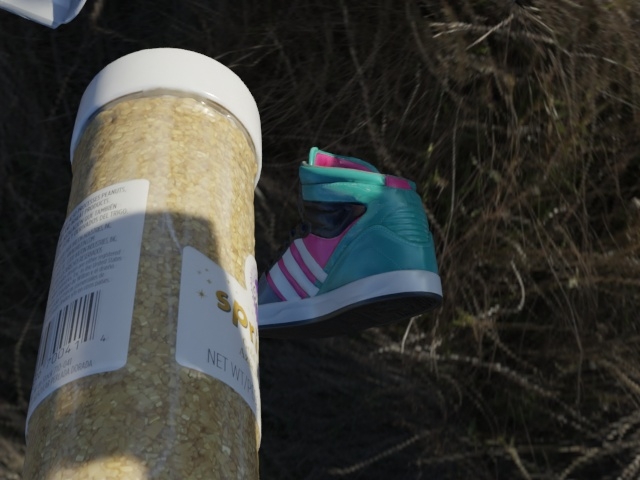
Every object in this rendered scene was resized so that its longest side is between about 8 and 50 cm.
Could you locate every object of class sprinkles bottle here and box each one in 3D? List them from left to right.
[{"bbox_3d":[-0.091,0.039,0.604,0.121,0.355,0.121,-2,133,-2],"label":"sprinkles bottle"}]

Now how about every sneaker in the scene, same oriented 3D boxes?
[{"bbox_3d":[0.000,0.000,1.124,0.295,0.124,0.178,-18,68,46],"label":"sneaker"}]

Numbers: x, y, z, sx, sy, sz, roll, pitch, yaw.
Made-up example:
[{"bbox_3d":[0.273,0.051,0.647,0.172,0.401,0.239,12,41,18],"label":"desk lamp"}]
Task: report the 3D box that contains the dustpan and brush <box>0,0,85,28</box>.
[{"bbox_3d":[-0.206,-0.269,0.797,0.147,0.060,0.211,17,101,-35],"label":"dustpan and brush"}]
